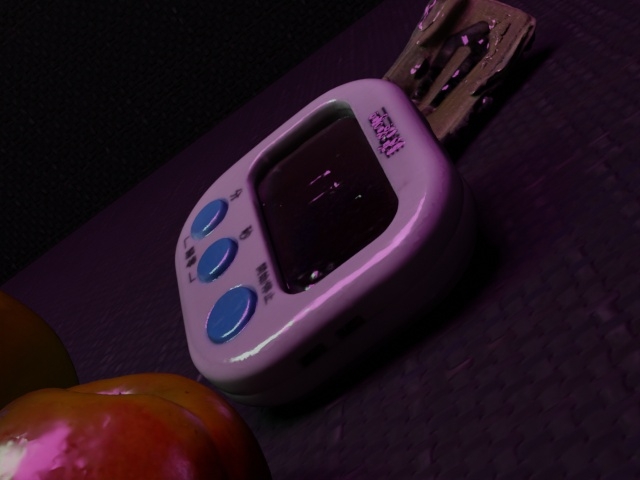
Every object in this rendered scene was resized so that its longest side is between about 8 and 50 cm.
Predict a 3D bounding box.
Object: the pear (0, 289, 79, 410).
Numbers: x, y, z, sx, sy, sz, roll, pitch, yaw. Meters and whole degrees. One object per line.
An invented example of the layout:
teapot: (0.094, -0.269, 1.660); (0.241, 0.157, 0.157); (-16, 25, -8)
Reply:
pear: (-0.389, 0.166, 0.830); (0.418, 0.362, 0.362); (-7, 23, 14)

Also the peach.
peach: (-0.116, 0.173, 0.610); (0.190, 0.192, 0.190); (1, 9, 0)

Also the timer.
timer: (0.000, 0.000, 0.828); (0.237, 0.087, 0.262); (-36, 33, 11)

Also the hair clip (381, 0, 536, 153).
hair clip: (0.109, -0.140, 1.112); (0.321, 0.138, 0.091); (-48, -28, -33)
